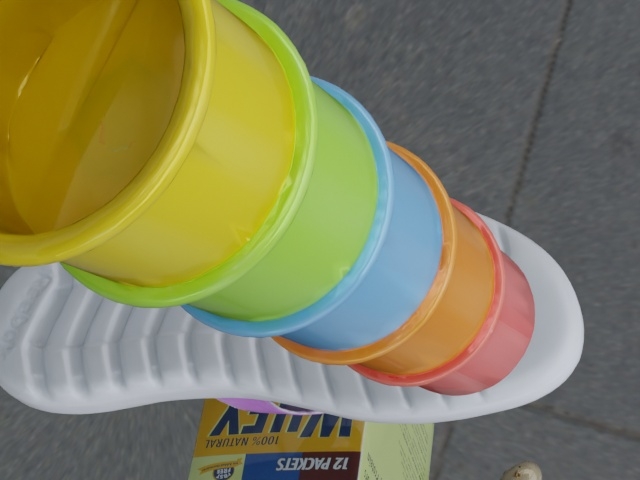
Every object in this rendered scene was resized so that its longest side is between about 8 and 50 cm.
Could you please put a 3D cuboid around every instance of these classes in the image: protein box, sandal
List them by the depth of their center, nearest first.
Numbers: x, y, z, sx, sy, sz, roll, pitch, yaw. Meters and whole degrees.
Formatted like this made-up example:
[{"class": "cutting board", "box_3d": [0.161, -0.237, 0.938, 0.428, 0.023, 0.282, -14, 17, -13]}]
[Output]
[{"class": "sandal", "box_3d": [-0.025, 0.057, 1.177, 0.416, 0.102, 0.169, 1, 61, 15]}, {"class": "protein box", "box_3d": [-0.002, 0.177, 1.358, 0.136, 0.199, 0.201, -4, 49, 16]}]

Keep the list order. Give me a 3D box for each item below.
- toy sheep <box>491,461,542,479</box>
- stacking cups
[{"class": "toy sheep", "box_3d": [0.188, 0.278, 1.647, 0.091, 0.091, 0.132, 14, 78, -5]}, {"class": "stacking cups", "box_3d": [0.000, 0.000, 0.545, 0.096, 0.316, 0.096, -8, 71, 25]}]
